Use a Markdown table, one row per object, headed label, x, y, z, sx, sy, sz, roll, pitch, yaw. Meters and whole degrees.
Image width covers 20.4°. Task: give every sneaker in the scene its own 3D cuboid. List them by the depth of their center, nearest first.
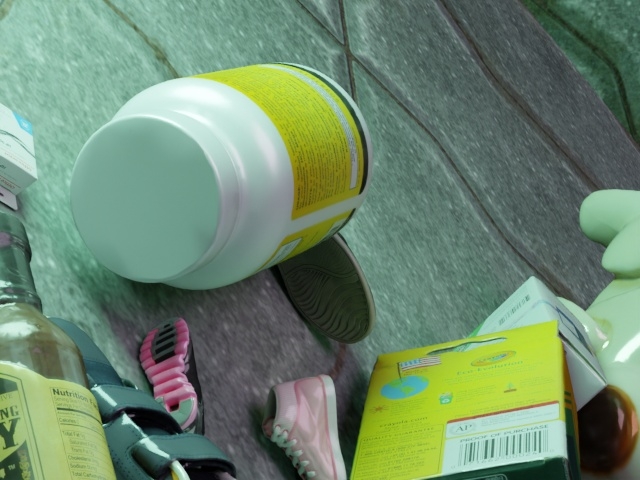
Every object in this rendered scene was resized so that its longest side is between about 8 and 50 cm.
| label | x | y | z | sx | sy | sz | roll | pitch | yaw |
| --- | --- | --- | --- | --- | --- | --- | --- | --- | --- |
| sneaker | -0.125 | 0.177 | 1.302 | 0.126 | 0.127 | 0.321 | 13 | 46 | -58 |
| sneaker | -0.119 | 0.121 | 1.507 | 0.057 | 0.047 | 0.119 | 54 | 20 | -48 |
| sneaker | -0.019 | 0.190 | 1.614 | 0.070 | 0.051 | 0.134 | -2 | 80 | -24 |
| sneaker | 0.000 | 0.000 | 1.857 | 0.222 | 0.083 | 0.118 | 57 | 21 | 4 |

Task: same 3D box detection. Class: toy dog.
| label | x | y | z | sx | sy | sz | roll | pitch | yaw |
| --- | --- | --- | --- | --- | --- | --- | --- | --- | --- |
| toy dog | 0.409 | 0.179 | 2.120 | 0.408 | 0.395 | 0.284 | -54 | 128 | -32 |

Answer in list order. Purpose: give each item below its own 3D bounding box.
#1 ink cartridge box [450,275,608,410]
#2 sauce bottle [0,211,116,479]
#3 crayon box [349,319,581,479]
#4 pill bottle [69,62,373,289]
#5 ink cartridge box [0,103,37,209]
| label | x | y | z | sx | sy | sz | roll | pitch | yaw |
| --- | --- | --- | --- | --- | --- | --- | --- | --- | --- |
| ink cartridge box | 0.217 | 0.144 | 1.948 | 0.093 | 0.154 | 0.212 | 45 | 10 | -7 |
| sauce bottle | -0.203 | 0.136 | 1.217 | 0.111 | 0.111 | 0.344 | 28 | 33 | -50 |
| crayon box | 0.144 | 0.185 | 1.710 | 0.318 | 0.202 | 0.081 | -71 | 148 | -68 |
| pill bottle | -0.088 | -0.060 | 1.615 | 0.188 | 0.188 | 0.334 | 58 | 21 | 3 |
| ink cartridge box | -0.262 | -0.072 | 1.480 | 0.048 | 0.028 | 0.083 | 34 | 31 | -43 |
